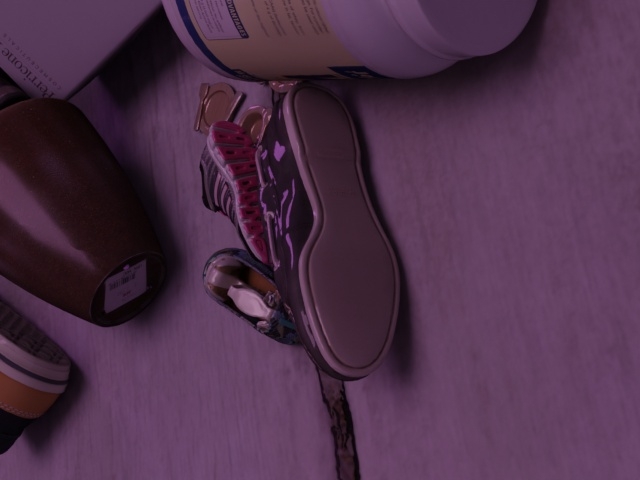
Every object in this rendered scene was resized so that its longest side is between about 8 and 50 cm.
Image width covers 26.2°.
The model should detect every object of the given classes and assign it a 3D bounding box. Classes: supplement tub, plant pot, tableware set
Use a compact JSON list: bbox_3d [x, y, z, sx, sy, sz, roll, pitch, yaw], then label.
[{"bbox_3d":[0.025,-0.271,1.314,0.325,0.235,0.235,6,82,45],"label":"supplement tub"},{"bbox_3d":[-0.287,-0.012,1.582,0.230,0.215,0.215,42,108,29],"label":"plant pot"},{"bbox_3d":[-0.081,-0.172,1.540,0.169,0.020,0.141,25,96,45],"label":"tableware set"}]

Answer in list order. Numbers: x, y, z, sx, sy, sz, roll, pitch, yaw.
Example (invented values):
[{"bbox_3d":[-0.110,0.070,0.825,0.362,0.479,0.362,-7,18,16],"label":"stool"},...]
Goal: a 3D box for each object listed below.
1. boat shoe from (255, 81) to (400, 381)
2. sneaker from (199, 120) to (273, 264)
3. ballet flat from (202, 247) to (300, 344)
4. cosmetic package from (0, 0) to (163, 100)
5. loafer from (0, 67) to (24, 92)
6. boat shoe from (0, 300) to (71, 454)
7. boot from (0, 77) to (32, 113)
[{"bbox_3d":[0.000,0.000,1.358,0.095,0.112,0.335,-48,41,46],"label":"boat shoe"},{"bbox_3d":[-0.085,-0.042,1.476,0.170,0.063,0.075,64,145,20],"label":"sneaker"},{"bbox_3d":[-0.080,0.050,1.440,0.188,0.070,0.070,26,96,46],"label":"ballet flat"},{"bbox_3d":[-0.250,-0.353,1.597,0.385,0.217,0.156,-41,11,28],"label":"cosmetic package"},{"bbox_3d":[-0.437,-0.152,1.832,0.130,0.134,0.366,173,108,-87],"label":"loafer"},{"bbox_3d":[-0.504,0.107,1.757,0.500,0.187,0.156,32,95,40],"label":"boat shoe"},{"bbox_3d":[-0.417,-0.166,1.701,0.091,0.263,0.229,-37,60,-21],"label":"boot"}]
